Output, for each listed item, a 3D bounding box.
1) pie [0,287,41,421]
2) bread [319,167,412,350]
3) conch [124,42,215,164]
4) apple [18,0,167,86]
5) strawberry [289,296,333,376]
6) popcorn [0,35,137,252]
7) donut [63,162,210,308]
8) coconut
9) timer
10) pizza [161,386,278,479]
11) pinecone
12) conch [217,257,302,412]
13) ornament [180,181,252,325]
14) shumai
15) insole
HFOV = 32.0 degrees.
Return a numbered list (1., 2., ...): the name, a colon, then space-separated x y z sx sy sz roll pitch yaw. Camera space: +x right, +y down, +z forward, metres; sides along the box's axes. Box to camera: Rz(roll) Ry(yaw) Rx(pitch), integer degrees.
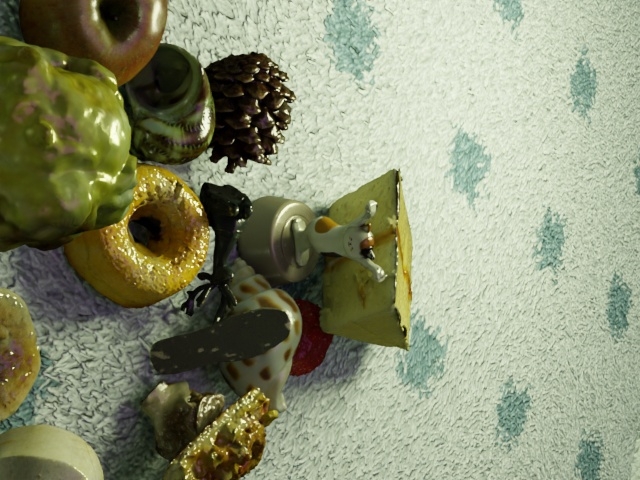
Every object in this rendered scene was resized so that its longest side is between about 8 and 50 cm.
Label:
1. pie: -0.485 0.176 1.617 0.185 0.052 0.218 31 68 -53
2. bread: 0.166 0.059 2.245 0.405 0.242 0.345 24 53 -44
3. conch: -0.257 -0.214 1.829 0.187 0.124 0.181 44 81 -17
4. apple: -0.347 -0.342 1.700 0.237 0.208 0.236 -5 98 -34
5. strawberry: -0.032 0.185 2.142 0.146 0.082 0.187 58 33 -21
6. popcorn: -0.408 -0.135 1.533 0.312 0.312 0.312 1 89 -52
7. donut: -0.297 -0.012 1.818 0.254 0.118 0.253 8 77 -38
8. coconut: -0.406 0.373 1.569 0.222 0.202 0.202 -110 -175 -73
9. timer: 0.000 0.000 2.056 0.175 0.266 0.175 2 88 -51
10. pizza: -0.191 0.401 1.863 0.258 0.087 0.268 -38 161 -44
11. pinecone: -0.132 -0.228 1.964 0.184 0.179 0.204 -14 110 -8
12. conch: -0.115 0.169 2.006 0.149 0.183 0.274 15 66 -21
13. ornament: -0.187 0.028 1.942 0.080 0.202 0.236 7 103 -21
14. shumai: -0.244 0.288 1.873 0.116 0.146 0.145 50 50 -15
15. insole: -0.169 0.173 1.905 0.011 0.248 0.081 -114 -171 -81
